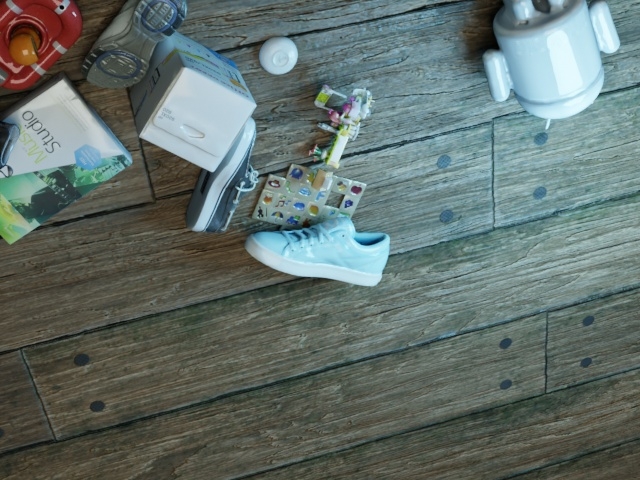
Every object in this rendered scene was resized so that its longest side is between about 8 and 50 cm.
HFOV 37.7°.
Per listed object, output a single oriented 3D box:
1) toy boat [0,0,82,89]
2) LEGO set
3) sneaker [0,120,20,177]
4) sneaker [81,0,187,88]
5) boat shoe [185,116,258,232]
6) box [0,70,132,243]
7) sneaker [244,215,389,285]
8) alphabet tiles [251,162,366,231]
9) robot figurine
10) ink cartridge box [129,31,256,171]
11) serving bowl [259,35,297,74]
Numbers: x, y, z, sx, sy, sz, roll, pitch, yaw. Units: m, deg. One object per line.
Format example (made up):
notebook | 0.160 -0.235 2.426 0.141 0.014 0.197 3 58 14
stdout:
toy boat | -0.553 -0.377 1.764 0.231 0.151 0.151 -42 124 10
LEGO set | 0.019 -0.243 2.059 0.107 0.132 0.287 21 137 -9
sneaker | -0.667 -0.241 1.807 0.153 0.101 0.268 -5 104 0
sneaker | -0.360 -0.410 1.835 0.297 0.129 0.111 -36 128 29
boat shoe | -0.193 -0.138 2.051 0.105 0.113 0.306 10 120 -30
box | -0.588 -0.166 1.936 0.322 0.058 0.232 -33 121 5
sneaker | 0.000 0.000 2.186 0.366 0.135 0.150 10 110 -32
alphabet tiles | -0.034 -0.077 2.200 0.237 0.009 0.198 14 116 -24
robot figurine | 0.499 -0.411 2.042 0.300 0.199 0.353 -23 125 9
ink cartridge box | -0.258 -0.282 1.865 0.171 0.232 0.168 24 111 -29
serving bowl | -0.086 -0.387 1.979 0.083 0.027 0.083 -8 123 -13
